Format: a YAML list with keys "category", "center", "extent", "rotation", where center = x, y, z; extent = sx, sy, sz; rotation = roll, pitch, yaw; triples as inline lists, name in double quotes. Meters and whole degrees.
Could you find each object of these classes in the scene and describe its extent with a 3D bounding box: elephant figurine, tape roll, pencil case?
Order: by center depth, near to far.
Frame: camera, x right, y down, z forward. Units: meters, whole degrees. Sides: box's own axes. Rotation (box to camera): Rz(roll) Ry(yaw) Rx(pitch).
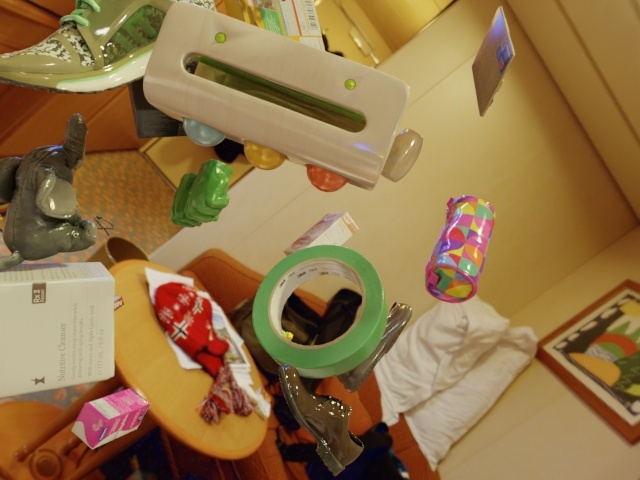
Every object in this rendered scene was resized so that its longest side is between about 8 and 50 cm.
- category: "elephant figurine"
  center: [-0.517, -0.097, 0.805]
  extent: [0.186, 0.169, 0.240]
  rotation: [-127, -142, -53]
- category: "pencil case"
  center: [0.269, 0.010, 0.838]
  extent: [0.104, 0.104, 0.236]
  rotation: [50, 43, -19]
- category: "tape roll"
  center: [-0.002, 0.162, 1.042]
  extent: [0.321, 0.321, 0.077]
  rotation: [57, -6, 38]

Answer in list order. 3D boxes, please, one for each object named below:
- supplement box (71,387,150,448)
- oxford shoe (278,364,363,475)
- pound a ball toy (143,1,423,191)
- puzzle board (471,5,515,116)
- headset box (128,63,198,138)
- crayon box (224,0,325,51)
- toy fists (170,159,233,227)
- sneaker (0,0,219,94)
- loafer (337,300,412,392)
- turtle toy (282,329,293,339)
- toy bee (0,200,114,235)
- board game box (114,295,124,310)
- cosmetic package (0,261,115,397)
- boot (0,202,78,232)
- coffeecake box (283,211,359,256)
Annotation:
- category: "supplement box"
  center: [-0.734, 0.622, 1.531]
  extent: [0.114, 0.111, 0.220]
  rotation: [29, 5, 19]
- category: "oxford shoe"
  center: [0.002, 0.314, 0.808]
  extent: [0.227, 0.096, 0.083]
  rotation: [56, -3, -8]
- category: "pound a ball toy"
  center: [-0.025, -0.141, 0.548]
  extent: [0.319, 0.136, 0.208]
  rotation: [21, 3, 2]
- category: "puzzle board"
  center: [0.244, -0.253, 0.614]
  extent: [0.096, 0.011, 0.128]
  rotation: [103, -4, -54]
- category: "headset box"
  center: [-0.336, -0.406, 1.043]
  extent: [0.131, 0.246, 0.283]
  rotation: [138, -59, -63]
- category: "crayon box"
  center: [-0.108, -0.491, 1.029]
  extent: [0.323, 0.083, 0.203]
  rotation: [-40, 120, -53]
- category: "toy fists"
  center: [-0.317, -0.107, 1.140]
  extent: [0.096, 0.142, 0.279]
  rotation: [28, -21, -32]
- category: "sneaker"
  center: [-0.322, -0.348, 0.668]
  extent: [0.158, 0.410, 0.182]
  rotation: [18, -48, 34]
- category: "loafer"
  center: [0.148, 0.274, 1.264]
  extent: [0.130, 0.134, 0.366]
  rotation: [35, 40, 19]
- category: "turtle toy"
  center: [-0.154, 0.336, 1.507]
  extent: [0.095, 0.066, 0.130]
  rotation: [32, -21, 0]
- category: "toy bee"
  center: [-0.753, -0.033, 1.191]
  extent: [0.298, 0.162, 0.195]
  rotation: [37, 4, -31]
- category: "board game box"
  center: [-0.640, 0.165, 1.051]
  extent: [0.145, 0.281, 0.027]
  rotation: [-48, 139, -58]
- category: "cosmetic package"
  center: [-0.592, 0.159, 0.779]
  extent: [0.384, 0.217, 0.156]
  rotation: [-3, 12, -38]
- category: "boot"
  center: [-0.980, -0.085, 1.490]
  extent: [0.211, 0.295, 0.104]
  rotation: [-47, 120, -40]
- category: "coffeecake box"
  center: [0.000, 0.000, 1.264]
  extent: [0.068, 0.185, 0.142]
  rotation: [54, -18, -15]
